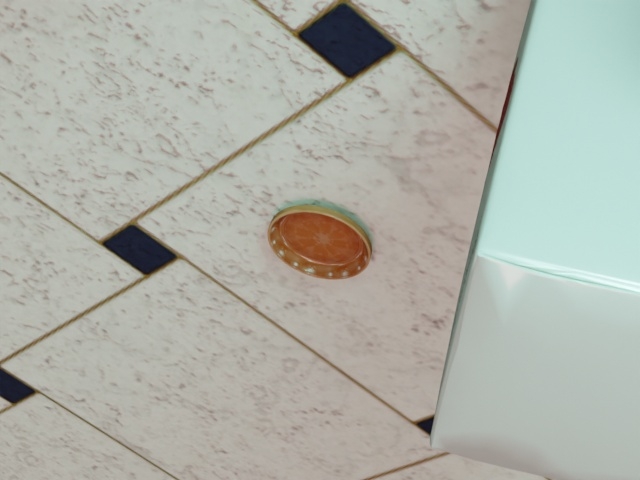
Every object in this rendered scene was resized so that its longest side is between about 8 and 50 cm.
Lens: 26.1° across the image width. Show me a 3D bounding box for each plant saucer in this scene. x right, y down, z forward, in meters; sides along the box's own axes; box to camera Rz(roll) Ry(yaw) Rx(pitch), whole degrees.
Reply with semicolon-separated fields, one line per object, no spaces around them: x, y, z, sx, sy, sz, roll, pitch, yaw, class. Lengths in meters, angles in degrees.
0.000;0.000;1.081;0.083;0.013;0.083;12;143;9;plant saucer

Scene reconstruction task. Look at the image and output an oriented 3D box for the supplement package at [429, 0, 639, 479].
0.178;-0.032;0.734;0.175;0.293;0.177;14;142;6;supplement package
